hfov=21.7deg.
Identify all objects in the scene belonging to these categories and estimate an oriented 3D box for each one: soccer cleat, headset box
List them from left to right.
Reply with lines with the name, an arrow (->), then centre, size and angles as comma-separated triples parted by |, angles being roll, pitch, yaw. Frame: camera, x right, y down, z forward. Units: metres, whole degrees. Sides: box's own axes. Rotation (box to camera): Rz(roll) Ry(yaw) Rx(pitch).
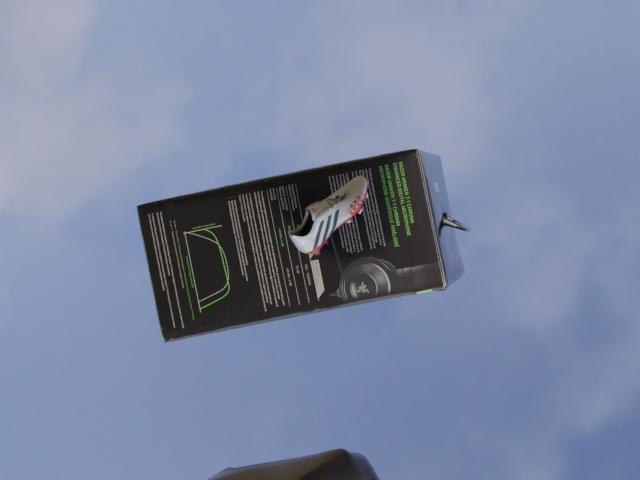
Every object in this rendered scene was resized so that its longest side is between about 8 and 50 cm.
headset box -> 0.000, 0.000, 1.586 | 0.283, 0.131, 0.246 | -12, 180, 8
soccer cleat -> 0.007, -0.025, 1.413 | 0.083, 0.035, 0.029 | -48, -142, 3

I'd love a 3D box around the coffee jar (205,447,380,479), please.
coffee jar -> 0.007, 0.173, 0.653 | 0.079, 0.184, 0.096 | -27, -175, -42
